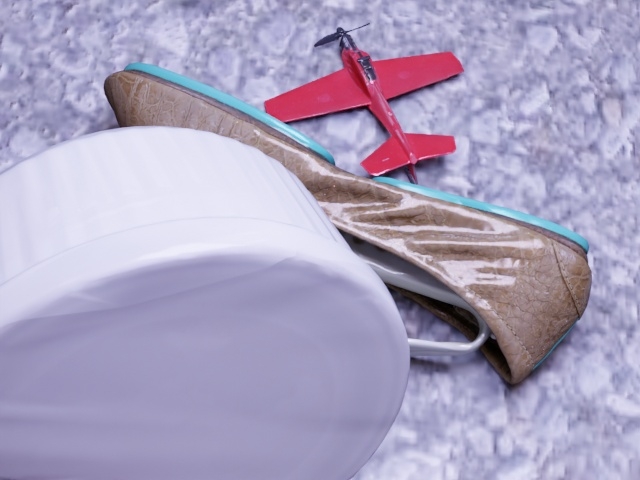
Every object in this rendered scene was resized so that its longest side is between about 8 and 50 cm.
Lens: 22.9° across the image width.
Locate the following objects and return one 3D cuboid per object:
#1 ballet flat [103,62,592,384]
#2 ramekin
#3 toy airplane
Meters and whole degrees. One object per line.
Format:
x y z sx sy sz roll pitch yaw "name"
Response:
0.000 0.000 1.004 0.342 0.116 0.124 23 77 3 "ballet flat"
-0.098 0.058 0.859 0.273 0.273 0.127 -11 48 -14 "ramekin"
0.039 -0.093 1.100 0.151 0.028 0.151 2 58 -4 "toy airplane"
